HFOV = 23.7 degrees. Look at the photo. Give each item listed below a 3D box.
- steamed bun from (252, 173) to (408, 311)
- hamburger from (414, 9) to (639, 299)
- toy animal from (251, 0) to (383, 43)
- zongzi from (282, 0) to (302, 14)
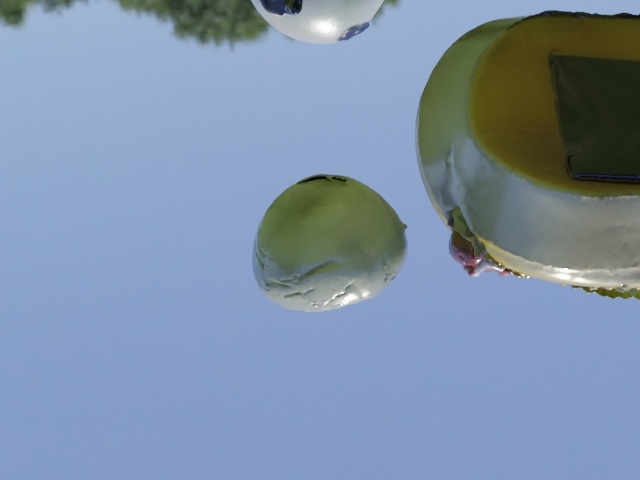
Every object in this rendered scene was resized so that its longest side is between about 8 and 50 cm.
[{"bbox_3d":[0.000,0.000,1.212,0.130,0.091,0.112,7,-138,44],"label":"steamed bun"},{"bbox_3d":[0.157,-0.051,0.893,0.210,0.173,0.116,-3,160,-20],"label":"hamburger"},{"bbox_3d":[-0.019,-0.381,1.959,0.213,0.212,0.266,-18,-142,-19],"label":"toy animal"},{"bbox_3d":[0.054,-0.497,1.613,0.418,0.447,0.181,-16,154,23],"label":"zongzi"}]
